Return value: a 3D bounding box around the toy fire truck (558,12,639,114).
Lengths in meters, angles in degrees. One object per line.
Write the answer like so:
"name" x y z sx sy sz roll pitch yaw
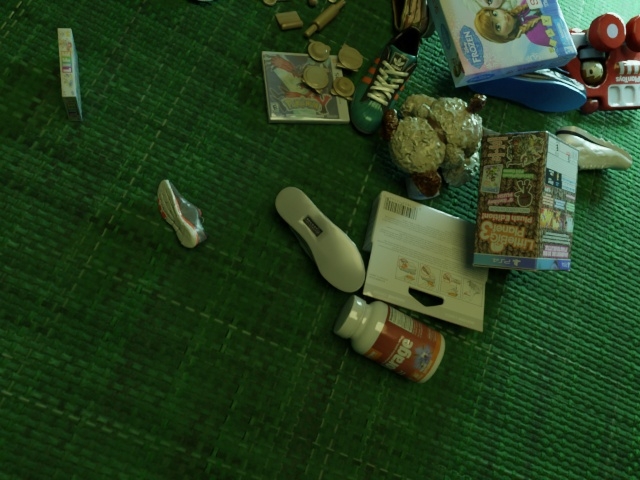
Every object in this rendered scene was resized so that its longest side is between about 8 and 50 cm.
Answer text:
"toy fire truck" 0.812 -0.491 1.574 0.302 0.169 0.254 -7 95 -18

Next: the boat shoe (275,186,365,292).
"boat shoe" 0.000 0.000 1.209 0.096 0.088 0.267 -44 83 0

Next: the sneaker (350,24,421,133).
"sneaker" 0.163 -0.404 1.358 0.108 0.121 0.302 27 69 -8

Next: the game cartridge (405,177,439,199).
"game cartridge" 0.252 -0.128 1.361 0.083 0.017 0.056 -6 80 -18

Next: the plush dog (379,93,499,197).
"plush dog" 0.261 -0.235 1.291 0.225 0.210 0.262 -34 86 -22

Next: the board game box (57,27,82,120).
"board game box" -0.516 -0.339 1.142 0.026 0.103 0.154 -5 75 -18

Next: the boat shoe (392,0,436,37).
"boat shoe" 0.234 -0.689 1.471 0.104 0.111 0.307 -2 75 -19

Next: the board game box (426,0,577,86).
"board game box" 0.447 -0.571 1.404 0.318 0.066 0.318 -15 81 -12

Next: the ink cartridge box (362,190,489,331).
"ink cartridge box" 0.241 0.053 1.270 0.296 0.066 0.261 19 66 -11

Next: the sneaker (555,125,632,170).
"sneaker" 0.734 -0.227 1.511 0.235 0.090 0.095 19 82 -7

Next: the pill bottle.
"pill bottle" 0.142 0.204 1.172 0.216 0.121 0.121 28 68 -7

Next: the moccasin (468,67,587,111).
"moccasin" 0.561 -0.445 1.486 0.342 0.138 0.117 13 66 -14

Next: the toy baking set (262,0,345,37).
"toy baking set" -0.035 -0.633 1.415 0.197 0.030 0.256 46 67 0

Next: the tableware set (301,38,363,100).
"tableware set" 0.029 -0.420 1.353 0.141 0.020 0.168 16 68 -14

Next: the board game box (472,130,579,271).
"board game box" 0.468 -0.079 1.250 0.232 0.141 0.291 4 90 -49

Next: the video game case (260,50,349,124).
"video game case" -0.037 -0.369 1.340 0.201 0.023 0.183 -3 75 -18

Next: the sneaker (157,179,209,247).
"sneaker" -0.287 -0.058 1.164 0.065 0.061 0.158 -21 81 -49
